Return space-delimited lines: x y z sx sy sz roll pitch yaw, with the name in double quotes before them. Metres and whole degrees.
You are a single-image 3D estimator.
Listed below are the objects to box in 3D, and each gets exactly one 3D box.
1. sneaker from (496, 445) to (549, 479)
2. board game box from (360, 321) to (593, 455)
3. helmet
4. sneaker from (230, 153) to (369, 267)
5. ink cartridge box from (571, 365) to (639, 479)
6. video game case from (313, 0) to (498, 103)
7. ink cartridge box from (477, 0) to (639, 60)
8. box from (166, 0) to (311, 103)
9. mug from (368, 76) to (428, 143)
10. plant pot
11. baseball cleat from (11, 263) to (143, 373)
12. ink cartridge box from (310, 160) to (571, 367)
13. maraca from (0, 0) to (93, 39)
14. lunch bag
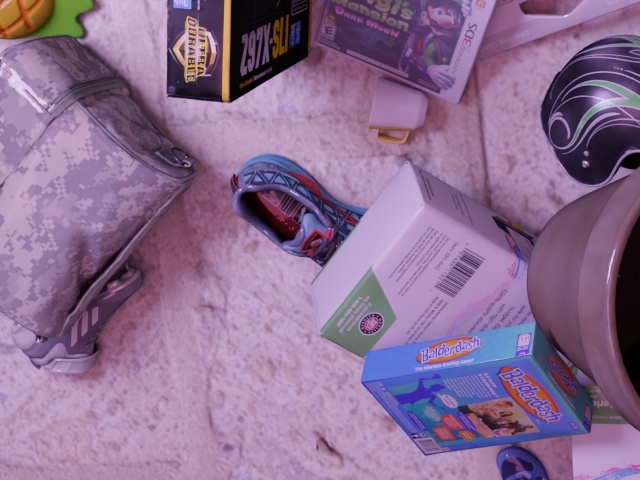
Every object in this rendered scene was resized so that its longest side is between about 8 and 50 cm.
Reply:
"sneaker" 0.261 0.322 1.958 0.053 0.059 0.144 -25 97 21
"board game box" 0.175 0.169 1.759 0.210 0.047 0.160 -12 136 30
"helmet" 0.342 -0.146 1.750 0.161 0.169 0.169 -36 95 38
"sneaker" 0.000 0.000 1.894 0.262 0.125 0.104 29 111 4
"ink cartridge box" 0.347 0.242 1.863 0.093 0.154 0.212 -3 105 15
"video game case" 0.095 -0.255 1.810 0.190 0.022 0.173 24 140 6
"ink cartridge box" 0.222 -0.350 1.739 0.296 0.066 0.261 -17 127 32
"box" -0.082 -0.304 1.724 0.079 0.322 0.257 8 107 13
"mug" 0.093 -0.155 1.872 0.064 0.078 0.062 11 75 1
"plant pot" 0.362 0.050 1.657 0.323 0.280 0.323 -2 95 -23
"baseball cleat" -0.296 0.105 2.036 0.206 0.072 0.109 -24 112 23
"ink cartridge box" 0.160 0.070 1.831 0.278 0.117 0.201 29 112 -21
"maraca" -0.371 -0.296 1.919 0.186 0.099 0.127 16 127 -15
"lunch bag" -0.326 -0.058 1.904 0.256 0.212 0.305 44 106 5
